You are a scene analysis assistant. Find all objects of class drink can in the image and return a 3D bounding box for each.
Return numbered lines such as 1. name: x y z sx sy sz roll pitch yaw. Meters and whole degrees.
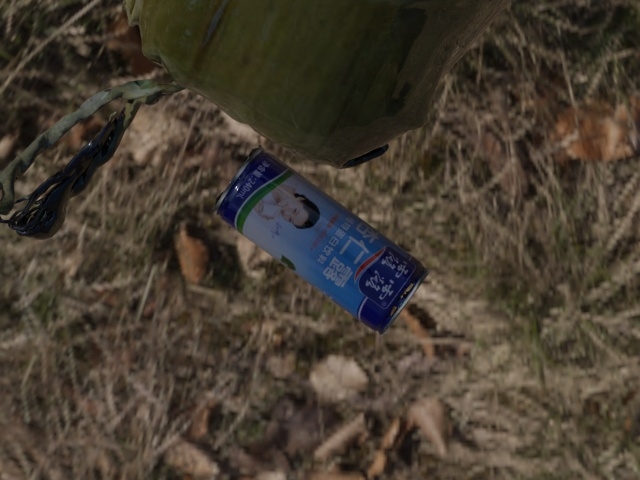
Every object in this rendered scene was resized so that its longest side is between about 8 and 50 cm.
1. drink can: 0.000 0.000 1.613 0.235 0.097 0.097 37 118 2

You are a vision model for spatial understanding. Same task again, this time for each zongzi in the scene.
1. zongzi: 0.042 -0.211 0.624 0.181 0.418 0.447 27 128 -3
